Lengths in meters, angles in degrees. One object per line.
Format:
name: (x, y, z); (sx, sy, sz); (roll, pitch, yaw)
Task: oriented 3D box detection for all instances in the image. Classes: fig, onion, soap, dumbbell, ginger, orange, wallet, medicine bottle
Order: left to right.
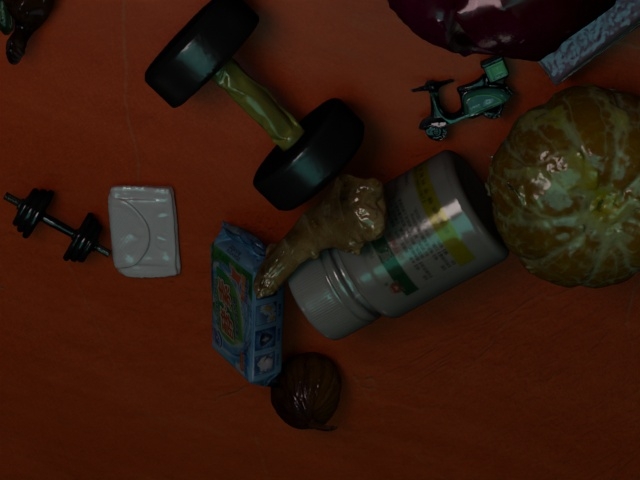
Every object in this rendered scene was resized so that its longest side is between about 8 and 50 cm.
dumbbell: (-0.465, -0.027, 2.030); (0.208, 0.099, 0.099); (30, 115, -10)
wallet: (-0.317, -0.014, 2.058); (0.124, 0.032, 0.183); (1, 115, 3)
soap: (-0.130, 0.113, 2.035); (0.077, 0.156, 0.293); (-14, 119, -30)
dumbbell: (-0.103, -0.220, 1.839); (0.203, 0.204, 0.322); (-40, 106, 22)
fig: (-0.023, 0.305, 2.092); (0.133, 0.201, 0.146); (-5, 122, -2)
ginger: (0.000, 0.000, 1.840); (0.294, 0.086, 0.131); (-41, 63, 26)
medicine bottle: (0.124, 0.016, 1.926); (0.339, 0.208, 0.208); (-30, 109, 18)
onion: (0.215, -0.459, 1.559); (0.398, 0.420, 0.399); (-7, 78, 35)
soap: (0.414, -0.387, 1.771); (0.259, 0.081, 0.181); (-37, 106, 22)
orange: (0.428, -0.086, 1.824); (0.329, 0.249, 0.329); (-2, 116, -4)

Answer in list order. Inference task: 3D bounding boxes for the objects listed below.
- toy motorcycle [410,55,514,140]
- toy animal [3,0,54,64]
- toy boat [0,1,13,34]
toy motorcycle: (0.233, -0.232, 1.881); (0.173, 0.058, 0.100); (-22, 104, 14)
toy animal: (-0.473, -0.378, 1.819); (0.089, 0.188, 0.179); (18, 82, 2)
toy boat: (-0.553, -0.431, 1.866); (0.104, 0.052, 0.210); (11, 119, 23)
